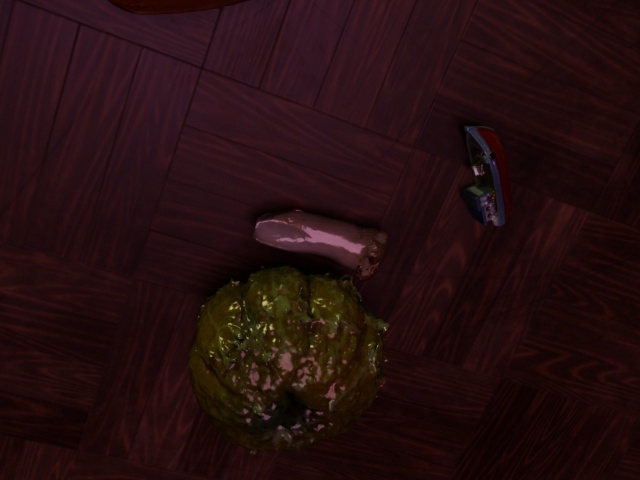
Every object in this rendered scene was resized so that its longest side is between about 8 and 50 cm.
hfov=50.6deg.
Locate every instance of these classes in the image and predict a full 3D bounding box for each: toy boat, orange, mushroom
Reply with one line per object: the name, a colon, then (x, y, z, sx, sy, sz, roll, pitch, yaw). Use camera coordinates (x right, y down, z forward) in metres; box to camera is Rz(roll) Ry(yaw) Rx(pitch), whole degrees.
toy boat: (0.246, -0.097, 1.026, 0.058, 0.069, 0.173, -21, 119, -10)
orange: (-0.045, 0.191, 1.014, 0.301, 0.223, 0.300, 11, 115, -14)
mushroom: (0.000, 0.000, 1.024, 0.209, 0.071, 0.084, 15, 116, -13)

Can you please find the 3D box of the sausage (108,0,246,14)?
sausage: (-0.142, -0.356, 0.809, 0.267, 0.153, 0.141, -12, 124, -5)
